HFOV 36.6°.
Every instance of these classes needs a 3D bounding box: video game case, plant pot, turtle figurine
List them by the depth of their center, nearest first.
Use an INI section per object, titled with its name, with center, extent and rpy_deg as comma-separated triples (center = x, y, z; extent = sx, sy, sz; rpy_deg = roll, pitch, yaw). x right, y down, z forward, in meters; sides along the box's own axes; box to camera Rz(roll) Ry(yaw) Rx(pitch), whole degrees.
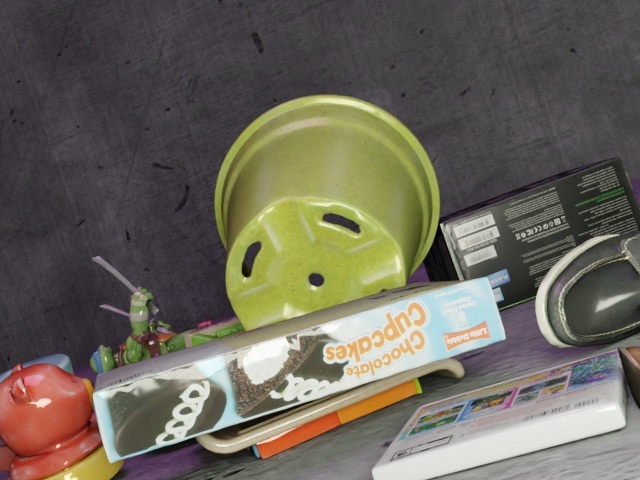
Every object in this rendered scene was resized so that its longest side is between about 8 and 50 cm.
[video game case]
center = 0.124, 0.116, 0.642
extent = 0.157, 0.019, 0.143
rpy_deg = -20, 0, 19
[plant pot]
center = 0.000, 0.000, 1.067
extent = 0.276, 0.276, 0.254
rpy_deg = -20, 17, 11
[turtle figurine]
center = -0.266, 0.133, 1.686
extent = 0.266, 0.197, 0.274
rpy_deg = -3, 40, -10

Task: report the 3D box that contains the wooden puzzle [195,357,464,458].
[wooden puzzle]
center = -0.006, 0.151, 0.910
extent = 0.239, 0.044, 0.221
rpy_deg = -15, -1, -13

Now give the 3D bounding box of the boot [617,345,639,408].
[boot]
center = 0.239, 0.067, 0.563
extent = 0.114, 0.037, 0.106
rpy_deg = -19, 5, 2

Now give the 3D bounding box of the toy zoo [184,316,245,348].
[toy zoo]
center = 0.000, 0.117, 1.164
extent = 0.293, 0.030, 0.192
rpy_deg = 3, 13, 45

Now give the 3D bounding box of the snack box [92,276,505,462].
[snack box]
center = -0.028, 0.101, 0.825
extent = 0.322, 0.060, 0.187
rpy_deg = -15, 0, -12

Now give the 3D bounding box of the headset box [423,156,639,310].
[headset box]
center = 0.272, -0.002, 1.325
extent = 0.246, 0.131, 0.283
rpy_deg = -20, 0, -4

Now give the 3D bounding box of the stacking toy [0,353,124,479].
[stacking toy]
center = -0.257, 0.158, 1.088
extent = 0.280, 0.130, 0.309
rpy_deg = -26, 12, -26

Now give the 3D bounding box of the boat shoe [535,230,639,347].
[boat shoe]
center = 0.276, 0.026, 0.791
extent = 0.233, 0.084, 0.079
rpy_deg = -17, -1, -25
